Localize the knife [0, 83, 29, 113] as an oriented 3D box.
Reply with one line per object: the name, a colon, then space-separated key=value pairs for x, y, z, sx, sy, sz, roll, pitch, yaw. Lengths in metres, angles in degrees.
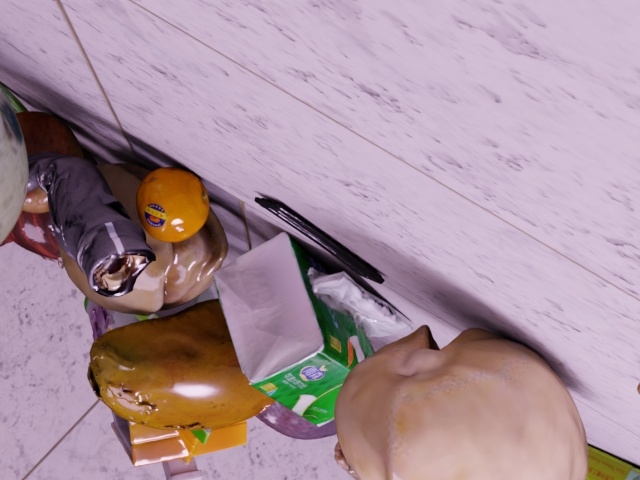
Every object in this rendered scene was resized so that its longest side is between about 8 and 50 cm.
knife: x=-0.385 y=-0.175 z=2.000 sx=0.078 sy=0.023 sz=0.166 roll=33 pitch=175 yaw=45

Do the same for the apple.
apple: x=-0.343 y=-0.093 z=1.988 sx=0.126 sy=0.126 sz=0.102 roll=36 pitch=-168 yaw=-35

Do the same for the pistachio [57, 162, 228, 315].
pistachio: x=-0.218 y=-0.002 z=1.970 sx=0.162 sy=0.182 sz=0.293 roll=-10 pitch=-168 yaw=-26

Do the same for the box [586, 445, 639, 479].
box: x=0.406 y=0.323 z=2.069 sx=0.187 sy=0.047 sz=0.335 roll=35 pitch=173 yaw=-31

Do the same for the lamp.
lamp: x=-0.372 y=-0.066 z=2.166 sx=0.223 sy=0.215 sz=0.151 roll=-3 pitch=-164 yaw=12

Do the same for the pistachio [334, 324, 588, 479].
pistachio: x=0.134 y=0.196 z=1.595 sx=0.230 sy=0.230 sz=0.309 roll=26 pitch=167 yaw=34

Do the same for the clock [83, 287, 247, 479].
clock: x=-0.194 y=0.163 z=2.162 sx=0.166 sy=0.310 sz=0.235 roll=-9 pitch=154 yaw=-18

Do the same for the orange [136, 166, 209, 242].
orange: x=-0.158 y=-0.039 z=1.779 sx=0.083 sy=0.083 sz=0.083 roll=30 pitch=173 yaw=4

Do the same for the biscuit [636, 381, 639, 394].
biscuit: x=0.348 y=0.175 z=1.362 sx=0.236 sy=0.040 sz=0.144 roll=33 pitch=168 yaw=-31

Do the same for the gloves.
gloves: x=-0.273 y=-0.028 z=1.829 sx=0.285 sy=0.119 sz=0.142 roll=32 pitch=156 yaw=38

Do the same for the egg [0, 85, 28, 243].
egg: x=-0.510 y=-0.110 z=1.716 sx=0.428 sy=0.345 sz=0.345 roll=16 pitch=174 yaw=-7

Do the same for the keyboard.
keyboard: x=0.000 y=0.000 z=1.665 sx=0.155 sy=0.010 sz=0.053 roll=35 pitch=173 yaw=-32

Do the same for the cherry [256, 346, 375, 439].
cherry: x=-0.025 y=0.167 z=2.231 sx=0.213 sy=0.184 sz=0.266 roll=29 pitch=159 yaw=4

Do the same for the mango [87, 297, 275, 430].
mango: x=-0.152 y=0.144 z=1.954 sx=0.248 sy=0.156 sz=0.151 roll=3 pitch=171 yaw=-25

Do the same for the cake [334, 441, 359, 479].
cake: x=0.154 y=0.294 z=2.332 sx=0.196 sy=0.199 sz=0.293 roll=30 pitch=172 yaw=24

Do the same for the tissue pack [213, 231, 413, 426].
tissue pack: x=0.001 y=0.093 z=1.856 sx=0.209 sy=0.156 sz=0.148 roll=42 pitch=-157 yaw=-61
